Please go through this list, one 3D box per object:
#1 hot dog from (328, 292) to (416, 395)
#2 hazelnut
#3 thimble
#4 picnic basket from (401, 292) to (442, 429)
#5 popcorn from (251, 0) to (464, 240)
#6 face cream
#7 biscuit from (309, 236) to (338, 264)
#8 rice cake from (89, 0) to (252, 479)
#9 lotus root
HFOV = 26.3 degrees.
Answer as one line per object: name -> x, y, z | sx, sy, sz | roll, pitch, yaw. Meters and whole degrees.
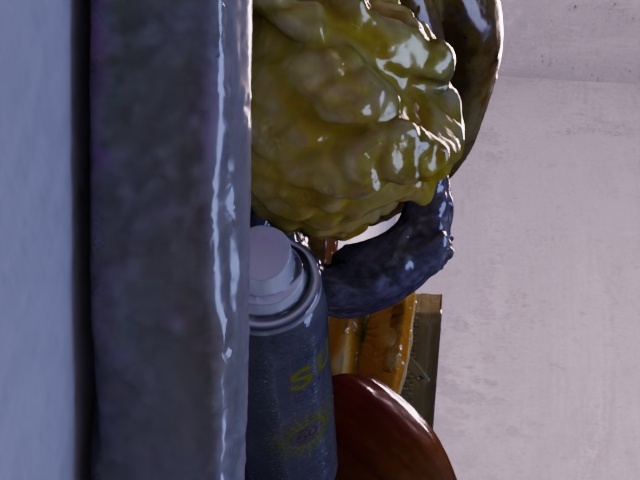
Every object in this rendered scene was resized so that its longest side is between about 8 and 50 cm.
hot dog -> 0.042, 0.127, 1.485 | 0.072, 0.109, 0.269 | 102, 0, -56
hazelnut -> 0.041, 0.219, 1.139 | 0.212, 0.181, 0.181 | 84, 13, -59
thimble -> 0.023, -0.020, 0.967 | 0.098, 0.150, 0.150 | 77, 17, -82
picnic basket -> 0.074, 0.188, 1.700 | 0.165, 0.139, 0.267 | -46, 140, -82
popcorn -> 0.005, -0.083, 0.807 | 0.170, 0.180, 0.180 | -61, -174, 25
face cream -> -0.029, 0.085, 0.874 | 0.283, 0.073, 0.073 | 86, 10, -56
biscuit -> 0.000, 0.000, 1.376 | 0.124, 0.026, 0.175 | 87, 8, -45
rice cake -> -0.055, -0.067, 0.530 | 0.070, 0.064, 0.399 | -88, -179, -76
lotus root -> 0.057, -0.143, 1.086 | 0.291, 0.193, 0.193 | 88, 8, -49
